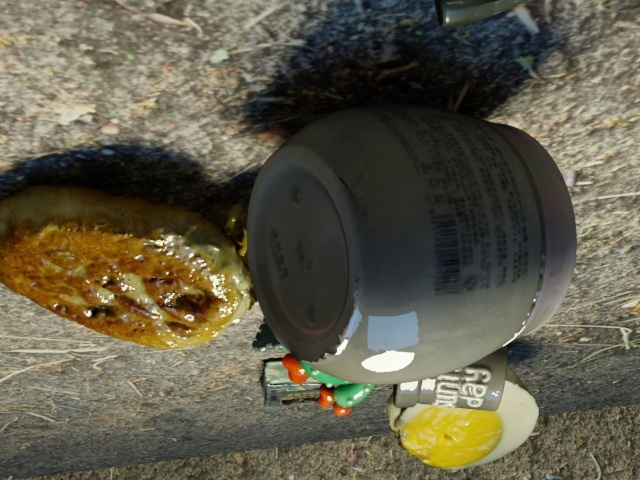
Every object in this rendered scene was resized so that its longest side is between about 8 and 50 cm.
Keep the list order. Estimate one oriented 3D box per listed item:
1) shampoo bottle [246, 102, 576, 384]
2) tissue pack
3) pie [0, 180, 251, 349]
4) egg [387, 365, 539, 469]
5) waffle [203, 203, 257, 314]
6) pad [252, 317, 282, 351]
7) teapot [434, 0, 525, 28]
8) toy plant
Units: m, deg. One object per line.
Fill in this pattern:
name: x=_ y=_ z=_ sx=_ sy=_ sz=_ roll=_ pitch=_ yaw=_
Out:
shampoo bottle: x=0.087 y=0.001 z=0.903 sx=0.267 sy=0.272 sz=0.273 roll=-4 pitch=162 yaw=-30
tissue pack: x=-0.045 y=0.317 z=2.029 sx=0.174 sy=0.073 sz=0.235 roll=-3 pitch=160 yaw=-7
pie: x=-0.226 y=0.037 z=1.057 sx=0.315 sy=0.092 sz=0.315 roll=8 pitch=149 yaw=5
egg: x=0.306 y=0.346 z=2.038 sx=0.337 sy=0.201 sz=0.337 roll=-6 pitch=133 yaw=-6
waffle: x=-0.086 y=0.029 z=1.103 sx=0.192 sy=0.160 sz=0.046 roll=1 pitch=-148 yaw=49
pad: x=0.061 y=0.054 z=1.177 sx=0.270 sy=0.012 sz=0.269 roll=-13 pitch=-160 yaw=14
teapot: x=0.147 y=-0.197 z=0.716 sx=0.111 sy=0.042 sz=0.043 roll=-10 pitch=160 yaw=2
toy plant: x=0.125 y=0.199 z=1.617 sx=0.401 sy=0.185 sz=0.279 roll=7 pitch=154 yaw=4
